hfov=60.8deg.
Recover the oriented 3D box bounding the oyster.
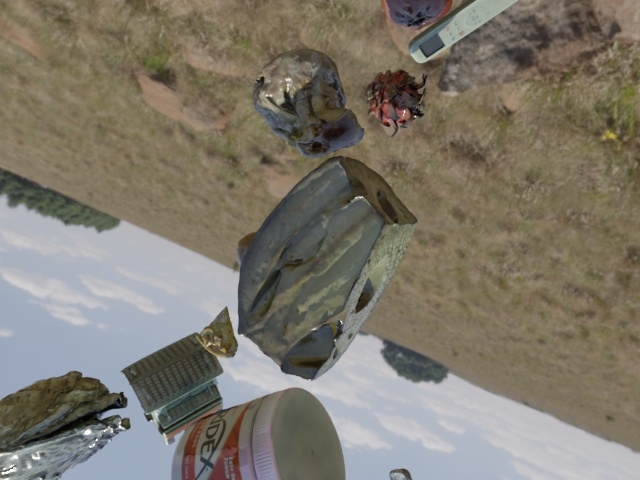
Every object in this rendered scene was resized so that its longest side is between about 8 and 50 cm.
[{"bbox_3d":[-0.375,0.257,0.750,0.112,0.199,0.267,49,166,21],"label":"oyster"}]

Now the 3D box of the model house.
[{"bbox_3d":[-0.393,0.395,1.481,0.198,0.224,0.215,43,145,37],"label":"model house"}]

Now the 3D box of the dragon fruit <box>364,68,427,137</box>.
[{"bbox_3d":[0.163,-0.306,1.174,0.142,0.121,0.130,46,161,23],"label":"dragon fruit"}]

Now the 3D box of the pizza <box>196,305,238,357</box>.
[{"bbox_3d":[-0.218,0.189,1.150,0.123,0.108,0.026,14,-175,35],"label":"pizza"}]

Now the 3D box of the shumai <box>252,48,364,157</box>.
[{"bbox_3d":[-0.022,-0.209,0.918,0.162,0.152,0.209,-13,158,-14],"label":"shumai"}]

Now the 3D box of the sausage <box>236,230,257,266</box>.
[{"bbox_3d":[0.001,-0.001,1.438,0.502,0.123,0.136,-9,-166,21],"label":"sausage"}]

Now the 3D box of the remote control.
[{"bbox_3d":[0.360,-0.554,1.360,0.310,0.038,0.090,-30,151,22],"label":"remote control"}]

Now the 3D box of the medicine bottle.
[{"bbox_3d":[-0.114,0.432,1.036,0.241,0.252,0.252,-24,152,22],"label":"medicine bottle"}]

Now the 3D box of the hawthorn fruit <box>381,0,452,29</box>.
[{"bbox_3d":[0.213,-0.571,1.203,0.169,0.187,0.169,0,-178,0],"label":"hawthorn fruit"}]

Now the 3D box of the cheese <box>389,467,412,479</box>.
[{"bbox_3d":[0.178,0.543,1.009,0.050,0.234,0.127,-7,169,-43],"label":"cheese"}]

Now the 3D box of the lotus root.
[{"bbox_3d":[0.010,0.038,0.835,0.210,0.314,0.142,41,-166,13],"label":"lotus root"}]
